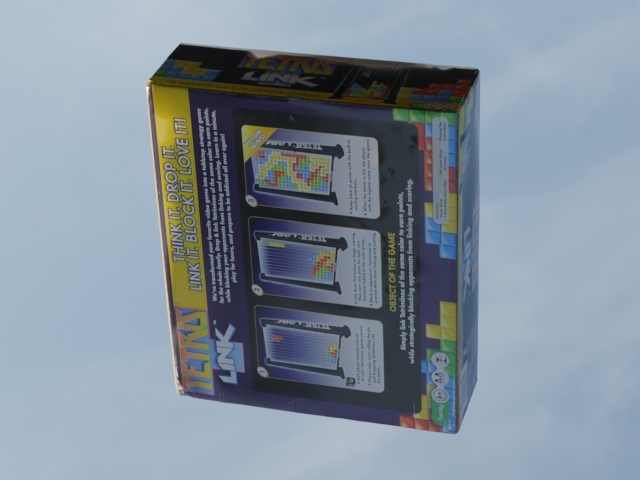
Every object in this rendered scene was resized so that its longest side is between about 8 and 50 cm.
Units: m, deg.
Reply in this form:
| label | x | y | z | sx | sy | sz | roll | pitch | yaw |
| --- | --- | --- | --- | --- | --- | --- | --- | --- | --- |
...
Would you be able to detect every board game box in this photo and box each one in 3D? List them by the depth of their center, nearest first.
| label | x | y | z | sx | sy | sz | roll | pitch | yaw |
| --- | --- | --- | --- | --- | --- | --- | --- | --- | --- |
| board game box | 0.000 | 0.000 | 0.792 | 0.141 | 0.170 | 0.048 | 8 | -148 | 15 |
